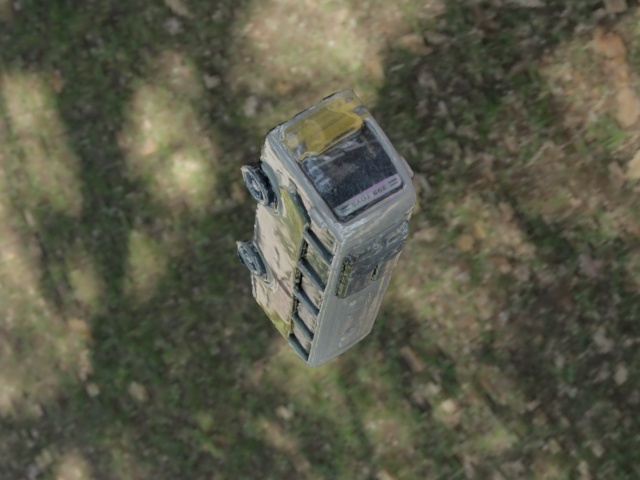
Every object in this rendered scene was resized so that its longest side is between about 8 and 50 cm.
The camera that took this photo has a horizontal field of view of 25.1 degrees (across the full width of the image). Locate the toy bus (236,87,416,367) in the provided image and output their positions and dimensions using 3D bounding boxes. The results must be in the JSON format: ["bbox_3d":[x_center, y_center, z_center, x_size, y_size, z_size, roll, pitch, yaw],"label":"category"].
[{"bbox_3d":[0.000,0.000,1.287,0.138,0.097,0.342,55,162,16],"label":"toy bus"}]
